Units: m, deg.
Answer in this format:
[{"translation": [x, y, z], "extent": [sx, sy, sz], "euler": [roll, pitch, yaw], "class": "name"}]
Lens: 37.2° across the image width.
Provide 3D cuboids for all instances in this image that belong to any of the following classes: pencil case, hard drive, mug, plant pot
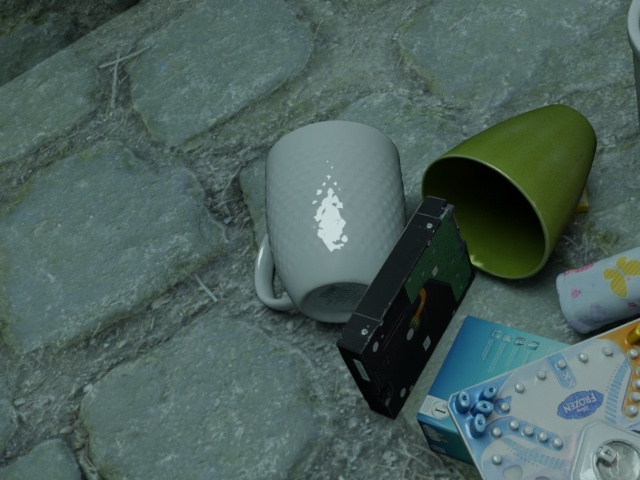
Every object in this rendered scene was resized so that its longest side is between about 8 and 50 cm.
[{"translation": [0.539, 0.071, 1.610], "extent": [0.273, 0.124, 0.113], "euler": [-26, 57, 36], "class": "pencil case"}, {"translation": [0.160, 0.118, 1.702], "extent": [0.064, 0.237, 0.339], "euler": [18, 62, 32], "class": "hard drive"}, {"translation": [0.000, 0.000, 1.873], "extent": [0.374, 0.276, 0.328], "euler": [-32, 47, 37], "class": "mug"}, {"translation": [0.387, -0.123, 1.786], "extent": [0.275, 0.274, 0.293], "euler": [26, 54, 36], "class": "plant pot"}]

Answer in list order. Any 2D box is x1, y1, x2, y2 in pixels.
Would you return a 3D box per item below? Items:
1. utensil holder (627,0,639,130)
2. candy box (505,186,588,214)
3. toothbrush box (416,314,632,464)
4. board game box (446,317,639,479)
[{"translation": [0.723, -0.262, 1.689], "extent": [0.328, 0.385, 0.327], "euler": [-11, 50, 13], "class": "utensil holder"}, {"translation": [0.428, -0.093, 1.908], "extent": [0.206, 0.027, 0.105], "euler": [-6, 55, 17], "class": "candy box"}, {"translation": [0.342, 0.277, 1.572], "extent": [0.296, 0.126, 0.216], "euler": [14, 59, 30], "class": "toothbrush box"}, {"translation": [0.442, 0.331, 1.399], "extent": [0.390, 0.050, 0.390], "euler": [-19, 66, -14], "class": "board game box"}]
